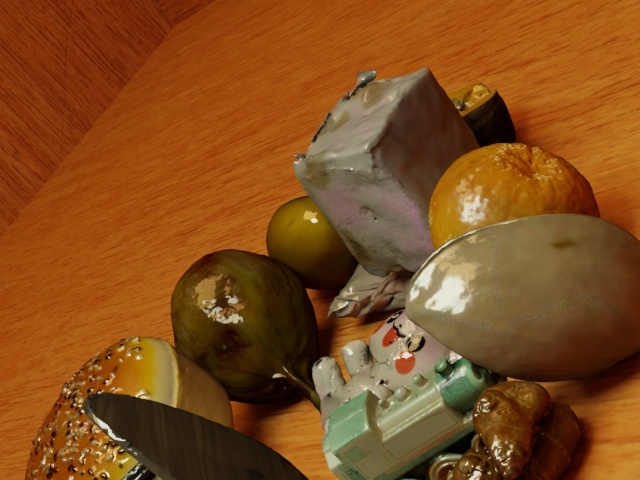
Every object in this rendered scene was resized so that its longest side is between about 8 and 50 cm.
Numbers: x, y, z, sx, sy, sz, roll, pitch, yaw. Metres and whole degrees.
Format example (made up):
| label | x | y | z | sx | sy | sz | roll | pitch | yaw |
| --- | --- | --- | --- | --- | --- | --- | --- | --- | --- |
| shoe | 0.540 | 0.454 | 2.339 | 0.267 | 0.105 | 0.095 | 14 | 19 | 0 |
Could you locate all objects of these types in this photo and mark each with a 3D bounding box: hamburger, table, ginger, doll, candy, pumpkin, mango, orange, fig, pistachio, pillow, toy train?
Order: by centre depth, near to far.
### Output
| label | x | y | z | sx | sy | sz | roll | pitch | yaw |
| --- | --- | --- | --- | --- | --- | --- | --- | --- | --- |
| ginger | 0.165 | 0.188 | 1.209 | 0.073 | 0.103 | 0.162 | -5 | 45 | 49 |
| pistachio | 0.196 | 0.053 | 1.285 | 0.238 | 0.153 | 0.138 | -6 | 5 | 3 |
| toy train | 0.102 | 0.177 | 1.317 | 0.194 | 0.125 | 0.080 | -36 | 25 | 23 |
| table | -0.153 | 0.319 | 1.342 | 0.249 | 0.317 | 0.317 | -58 | 19 | 5 |
| orange | 0.198 | -0.018 | 1.456 | 0.155 | 0.178 | 0.177 | -60 | 10 | 31 |
| doll | 0.078 | 0.144 | 1.474 | 0.192 | 0.095 | 0.149 | -39 | 26 | 7 |
| candy | 0.089 | -0.080 | 1.582 | 0.137 | 0.195 | 0.185 | -16 | 27 | 42 |
| hamburger | -0.230 | 0.254 | 1.620 | 0.300 | 0.176 | 0.300 | -40 | 38 | 41 |
| pillow | 0.117 | 0.029 | 1.669 | 0.270 | 0.067 | 0.173 | -15 | 28 | 52 |
| fig | -0.083 | 0.142 | 1.698 | 0.191 | 0.191 | 0.290 | -37 | 38 | 17 |
| pumpkin | 0.189 | -0.130 | 1.789 | 0.119 | 0.107 | 0.183 | -34 | 14 | 7 |
| mango | 0.000 | 0.000 | 1.807 | 0.253 | 0.139 | 0.113 | 114 | 177 | -78 |
